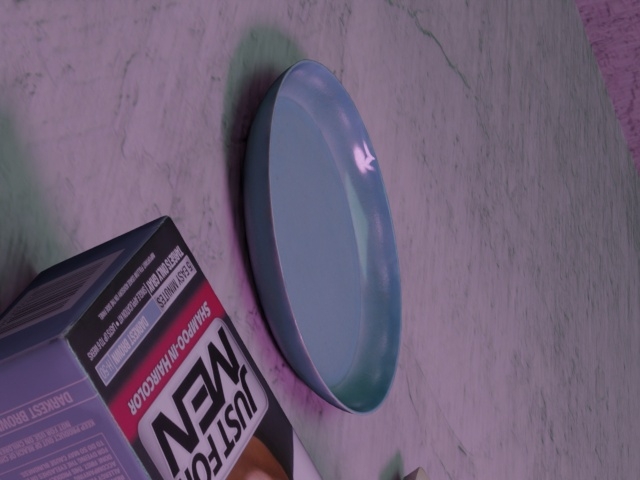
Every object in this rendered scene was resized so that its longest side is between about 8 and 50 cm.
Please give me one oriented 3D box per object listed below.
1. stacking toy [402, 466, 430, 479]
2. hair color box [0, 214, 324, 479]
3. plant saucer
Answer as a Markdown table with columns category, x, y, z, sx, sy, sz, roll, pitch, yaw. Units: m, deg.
| category | x | y | z | sx | sy | sz | roll | pitch | yaw |
| --- | --- | --- | --- | --- | --- | --- | --- | --- | --- |
| stacking toy | 0.093 | 0.374 | 1.752 | 0.279 | 0.130 | 0.309 | 53 | 17 | 3 |
| hair color box | -0.073 | 0.194 | 1.184 | 0.374 | 0.113 | 0.185 | 61 | 24 | -13 |
| plant saucer | 0.000 | 0.000 | 1.695 | 0.317 | 0.043 | 0.318 | -11 | 90 | -70 |
